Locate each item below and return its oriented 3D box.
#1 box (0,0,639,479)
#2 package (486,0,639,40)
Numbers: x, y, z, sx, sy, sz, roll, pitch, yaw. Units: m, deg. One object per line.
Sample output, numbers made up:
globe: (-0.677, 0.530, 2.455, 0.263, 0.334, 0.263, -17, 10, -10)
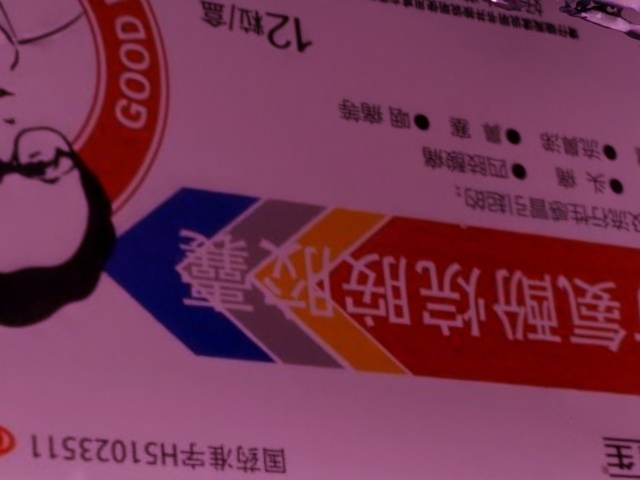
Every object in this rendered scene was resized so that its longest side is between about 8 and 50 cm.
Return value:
box: (0.000, 0.000, 0.642, 0.353, 0.214, 0.069, 6, 154, -27)
package: (0.084, -0.171, 0.660, 0.269, 0.071, 0.194, 18, 90, -24)
